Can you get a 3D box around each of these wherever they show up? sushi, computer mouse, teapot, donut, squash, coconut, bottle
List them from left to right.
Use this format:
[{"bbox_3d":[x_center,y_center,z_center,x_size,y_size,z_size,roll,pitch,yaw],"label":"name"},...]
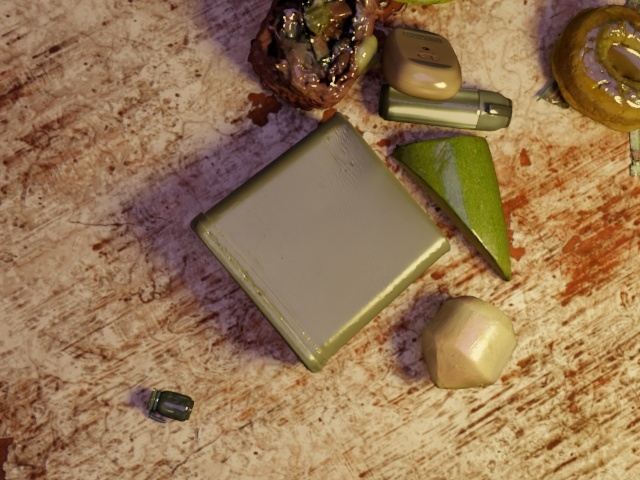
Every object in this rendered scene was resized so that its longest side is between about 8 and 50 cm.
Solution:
[{"bbox_3d":[-0.281,0.310,1.789,0.083,0.064,0.049,17,54,-1],"label":"teapot"},{"bbox_3d":[0.003,-0.382,1.781,0.236,0.171,0.270,30,80,-2],"label":"sushi"},{"bbox_3d":[0.186,-0.323,1.774,0.145,0.237,0.082,7,121,-8],"label":"computer mouse"},{"bbox_3d":[0.240,-0.257,1.830,0.253,0.096,0.080,6,93,-5],"label":"bottle"},{"bbox_3d":[0.260,-0.054,1.817,0.203,0.111,0.289,-7,89,-3],"label":"squash"},{"bbox_3d":[0.272,0.201,1.778,0.170,0.171,0.183,31,82,-2],"label":"coconut"},{"bbox_3d":[0.575,-0.328,1.830,0.261,0.128,0.209,27,86,-2],"label":"donut"}]

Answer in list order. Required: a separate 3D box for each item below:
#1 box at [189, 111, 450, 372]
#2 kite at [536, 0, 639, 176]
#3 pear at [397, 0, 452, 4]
[{"bbox_3d":[0.000,0.000,1.763,0.343,0.177,0.352,-40,90,-8],"label":"box"},{"bbox_3d":[0.626,-0.309,1.905,0.405,0.014,0.369,0,88,-5],"label":"kite"},{"bbox_3d":[0.157,-0.588,1.821,0.288,0.139,0.239,27,61,-20],"label":"pear"}]
